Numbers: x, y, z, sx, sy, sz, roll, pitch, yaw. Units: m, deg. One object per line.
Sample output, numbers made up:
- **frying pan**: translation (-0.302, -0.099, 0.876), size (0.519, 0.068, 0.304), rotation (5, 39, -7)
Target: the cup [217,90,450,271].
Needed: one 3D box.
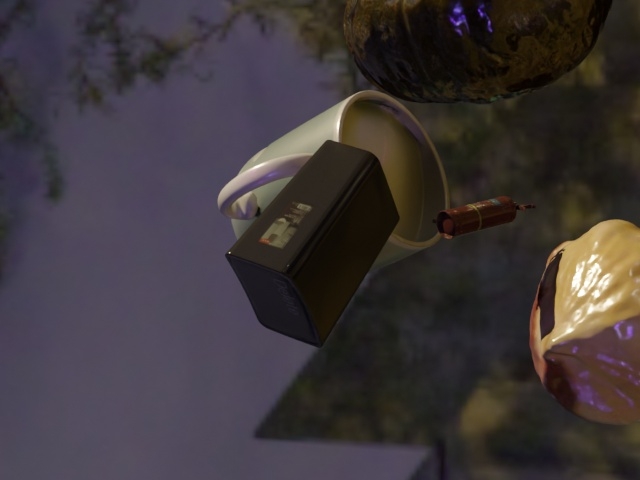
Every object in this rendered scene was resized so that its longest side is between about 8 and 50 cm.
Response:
- **cup**: translation (-0.014, -0.065, 2.404), size (0.357, 0.274, 0.259), rotation (5, -115, -48)

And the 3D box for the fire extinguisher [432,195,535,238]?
- **fire extinguisher**: translation (0.208, -0.031, 1.972), size (0.132, 0.056, 0.039), rotation (-14, -78, -35)

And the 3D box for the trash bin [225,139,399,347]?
- **trash bin**: translation (0.000, 0.000, 2.077), size (0.225, 0.115, 0.165), rotation (-53, -38, -25)

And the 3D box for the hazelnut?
- **hazelnut**: translation (0.369, 0.108, 1.938), size (0.241, 0.261, 0.261), rotation (3, -92, -34)

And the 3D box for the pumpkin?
- **pumpkin**: translation (0.202, -0.292, 1.727), size (0.325, 0.232, 0.242), rotation (-41, -65, -17)
